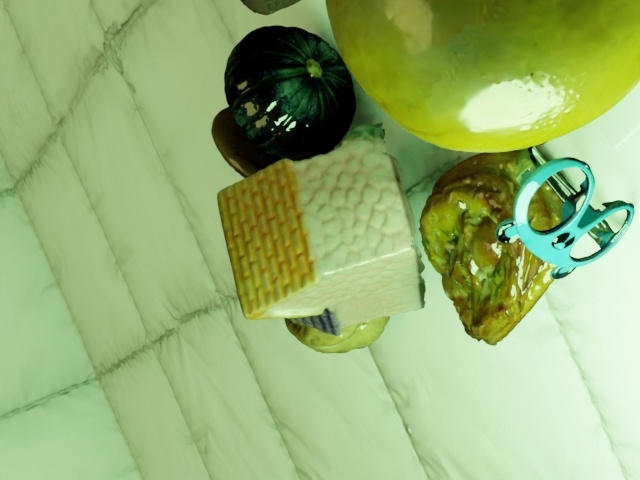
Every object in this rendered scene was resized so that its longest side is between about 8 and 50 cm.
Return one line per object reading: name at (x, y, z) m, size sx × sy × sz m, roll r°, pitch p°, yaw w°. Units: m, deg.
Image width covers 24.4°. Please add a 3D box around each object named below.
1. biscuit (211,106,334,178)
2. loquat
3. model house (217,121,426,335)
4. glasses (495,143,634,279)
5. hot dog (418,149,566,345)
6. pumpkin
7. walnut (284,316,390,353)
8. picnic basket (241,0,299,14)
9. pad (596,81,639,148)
biscuit at (-0.053, -0.124, 2.055) m, size 0.212 × 0.212 × 0.036 m, roll 51°, pitch 125°, yaw 31°
loquat at (0.159, -0.243, 1.412) m, size 0.359 × 0.328 × 0.328 m, roll 142°, pitch 104°, yaw -79°
model house at (0.000, 0.000, 1.920) m, size 0.237 × 0.237 × 0.202 m, roll 75°, pitch 179°, yaw -69°
glasses at (0.249, -0.083, 1.540) m, size 0.102 × 0.239 × 0.207 m, roll -14°, pitch 70°, yaw 27°
hot dog at (0.201, 0.013, 1.755) m, size 0.196 × 0.122 × 0.272 m, roll 64°, pitch 153°, yaw 19°
pumpkin at (-0.040, -0.197, 1.977) m, size 0.194 × 0.194 × 0.150 m, roll 56°, pitch 153°, yaw 23°
walnut at (0.013, 0.083, 2.149) m, size 0.184 × 0.155 × 0.155 m, roll 33°, pitch 138°, yaw 53°
picnic basket at (-0.086, -0.416, 1.892) m, size 0.297 × 0.222 × 0.129 m, roll 53°, pitch 168°, yaw 28°
pad at (0.283, -0.221, 1.537) m, size 0.232 × 0.004 × 0.156 m, roll 62°, pitch 154°, yaw 12°
